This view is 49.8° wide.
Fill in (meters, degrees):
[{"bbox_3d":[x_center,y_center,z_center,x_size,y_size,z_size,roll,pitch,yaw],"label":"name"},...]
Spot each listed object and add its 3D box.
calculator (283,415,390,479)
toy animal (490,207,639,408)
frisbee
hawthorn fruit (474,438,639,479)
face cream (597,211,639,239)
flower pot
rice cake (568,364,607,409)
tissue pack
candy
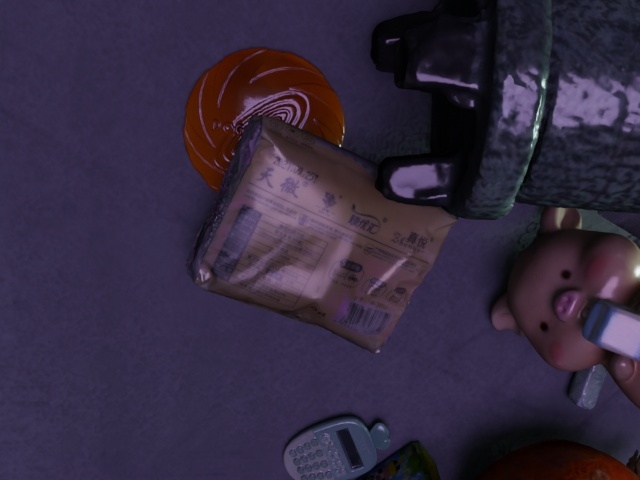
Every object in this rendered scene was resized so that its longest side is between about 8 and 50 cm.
[{"bbox_3d":[0.023,0.289,0.951,0.153,0.021,0.095,-21,108,3],"label":"calculator"},{"bbox_3d":[0.341,0.093,0.792,0.256,0.213,0.195,28,105,9],"label":"toy animal"},{"bbox_3d":[-0.065,-0.127,0.810,0.192,0.035,0.192,-1,108,-4],"label":"frisbee"},{"bbox_3d":[0.330,0.376,0.890,0.307,0.276,0.276,-34,107,-15],"label":"hawthorn fruit"},{"bbox_3d":[0.488,-0.083,0.797,0.314,0.143,0.089,-35,134,-9],"label":"face cream"},{"bbox_3d":[0.197,-0.169,0.690,0.283,0.299,0.298,1,107,0],"label":"flower pot"},{"bbox_3d":[0.379,0.130,0.920,0.033,0.033,0.207,10,105,-18],"label":"rice cake"},{"bbox_3d":[0.000,0.000,0.793,0.257,0.123,0.215,22,105,-21],"label":"tissue pack"},{"bbox_3d":[0.077,0.370,0.941,0.194,0.097,0.062,-36,109,8],"label":"candy"}]
